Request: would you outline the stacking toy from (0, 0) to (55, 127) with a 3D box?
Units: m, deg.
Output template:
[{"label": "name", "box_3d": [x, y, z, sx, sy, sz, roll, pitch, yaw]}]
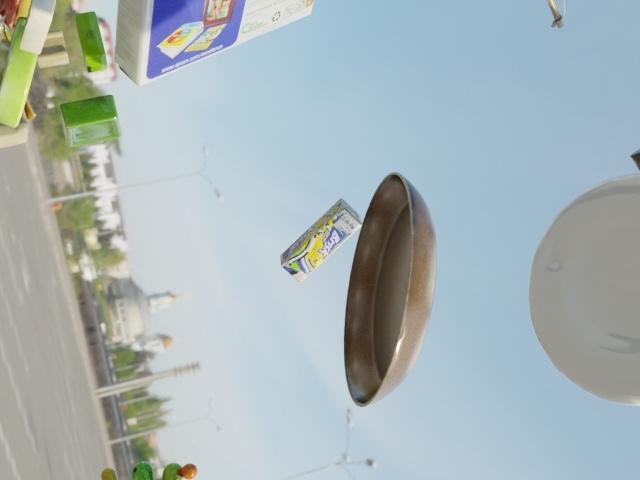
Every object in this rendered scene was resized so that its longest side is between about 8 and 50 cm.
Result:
[{"label": "stacking toy", "box_3d": [-0.373, -0.301, 0.926, 0.309, 0.130, 0.279, -41, -139, 53]}]

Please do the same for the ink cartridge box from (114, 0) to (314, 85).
[{"label": "ink cartridge box", "box_3d": [-0.091, -0.353, 0.924, 0.072, 0.304, 0.307, 43, -38, 19]}]

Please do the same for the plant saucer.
[{"label": "plant saucer", "box_3d": [0.091, 0.066, 1.070, 0.310, 0.050, 0.310, -170, -90, -81]}]

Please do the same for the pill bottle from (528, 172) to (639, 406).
[{"label": "pill bottle", "box_3d": [0.386, 0.067, 0.806, 0.204, 0.361, 0.204, -14, -110, 45]}]

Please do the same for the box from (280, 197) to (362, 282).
[{"label": "box", "box_3d": [0.000, 0.000, 1.546, 0.054, 0.169, 0.059, 44, 12, -17]}]

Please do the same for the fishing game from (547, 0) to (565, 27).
[{"label": "fishing game", "box_3d": [0.336, -0.372, 0.890, 0.041, 0.264, 0.189, 41, -14, 52]}]

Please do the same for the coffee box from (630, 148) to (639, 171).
[{"label": "coffee box", "box_3d": [0.747, -0.078, 1.534, 0.297, 0.119, 0.168, 59, -12, -1]}]

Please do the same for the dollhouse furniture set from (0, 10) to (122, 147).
[{"label": "dollhouse furniture set", "box_3d": [-0.504, -0.252, 1.355, 0.151, 0.302, 0.197, 163, -86, -76]}]

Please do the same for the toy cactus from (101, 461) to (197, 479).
[{"label": "toy cactus", "box_3d": [-0.218, 0.390, 1.107, 0.219, 0.112, 0.180, -13, -77, 36]}]
